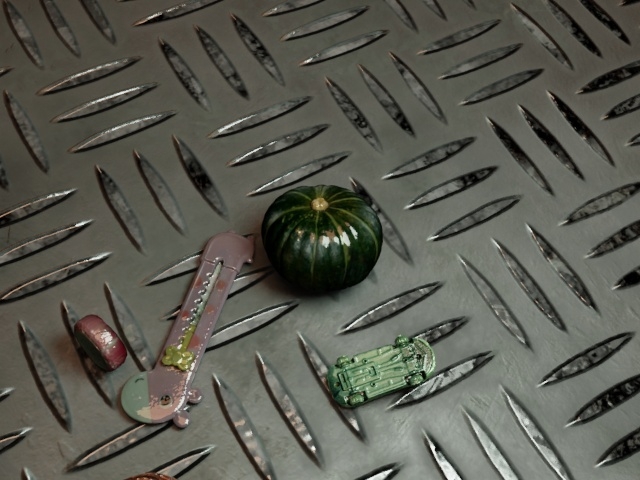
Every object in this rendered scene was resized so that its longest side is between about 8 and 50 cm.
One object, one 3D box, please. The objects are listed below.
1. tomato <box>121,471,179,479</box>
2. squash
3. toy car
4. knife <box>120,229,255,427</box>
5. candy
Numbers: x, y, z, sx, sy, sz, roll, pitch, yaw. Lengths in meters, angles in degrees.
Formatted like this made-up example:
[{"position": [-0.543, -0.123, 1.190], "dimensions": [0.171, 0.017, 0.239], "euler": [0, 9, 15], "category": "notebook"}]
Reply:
[{"position": [-0.264, 0.497, 1.328], "dimensions": [0.338, 0.144, 0.338], "euler": [1, 83, -10], "category": "tomato"}, {"position": [0.001, -0.005, 1.667], "dimensions": [0.218, 0.172, 0.218], "euler": [-1, 56, 2], "category": "squash"}, {"position": [0.105, 0.225, 1.598], "dimensions": [0.186, 0.058, 0.093], "euler": [-19, 61, -2], "category": "toy car"}, {"position": [-0.217, 0.138, 1.637], "dimensions": [0.132, 0.038, 0.398], "euler": [19, 57, 4], "category": "knife"}, {"position": [-0.364, 0.169, 1.566], "dimensions": [0.103, 0.103, 0.043], "euler": [39, 62, 19], "category": "candy"}]
